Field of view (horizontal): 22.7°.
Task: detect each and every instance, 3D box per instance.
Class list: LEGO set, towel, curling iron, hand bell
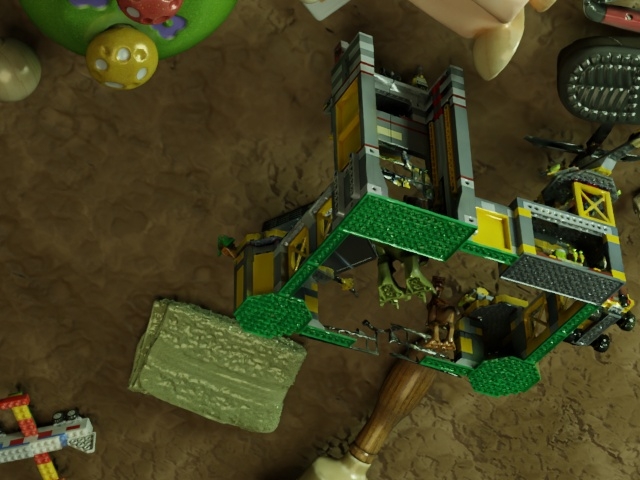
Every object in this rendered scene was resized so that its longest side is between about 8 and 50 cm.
[{"bbox_3d":[0.091,-0.026,1.304,0.331,0.192,0.255,11,141,-16],"label":"LEGO set"},{"bbox_3d":[-0.095,0.114,1.456,0.148,0.027,0.110,19,119,-6],"label":"towel"},{"bbox_3d":[-0.328,0.205,1.507,0.182,0.060,0.244,24,118,-15],"label":"LEGO set"},{"bbox_3d":[0.331,-0.169,1.260,0.274,0.035,0.068,18,120,-7],"label":"curling iron"},{"bbox_3d":[0.045,0.187,1.462,0.126,0.126,0.242,29,105,-13],"label":"hand bell"}]

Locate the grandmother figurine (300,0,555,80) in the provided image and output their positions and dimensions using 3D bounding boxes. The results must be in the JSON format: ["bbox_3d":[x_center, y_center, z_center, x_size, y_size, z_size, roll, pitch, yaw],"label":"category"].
[{"bbox_3d":[0.023,-0.264,1.162,0.342,0.104,0.208,28,110,-15],"label":"grandmother figurine"}]

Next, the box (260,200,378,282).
[{"bbox_3d":[0.000,0.000,1.388,0.083,0.018,0.067,-21,117,15],"label":"box"}]

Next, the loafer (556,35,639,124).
[{"bbox_3d":[0.283,-0.129,1.246,0.220,0.078,0.080,10,118,-17],"label":"loafer"}]

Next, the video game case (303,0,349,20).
[{"bbox_3d":[0.022,-0.298,1.210,0.212,0.023,0.193,-33,113,20],"label":"video game case"}]

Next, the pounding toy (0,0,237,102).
[{"bbox_3d":[-0.169,-0.175,1.209,0.237,0.110,0.183,-14,137,3],"label":"pounding toy"}]

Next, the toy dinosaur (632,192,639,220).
[{"bbox_3d":[0.312,-0.042,1.338,0.093,0.053,0.183,-22,111,-4],"label":"toy dinosaur"}]
